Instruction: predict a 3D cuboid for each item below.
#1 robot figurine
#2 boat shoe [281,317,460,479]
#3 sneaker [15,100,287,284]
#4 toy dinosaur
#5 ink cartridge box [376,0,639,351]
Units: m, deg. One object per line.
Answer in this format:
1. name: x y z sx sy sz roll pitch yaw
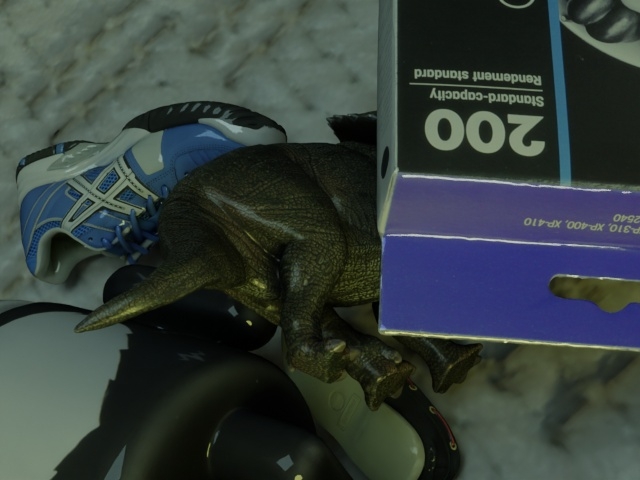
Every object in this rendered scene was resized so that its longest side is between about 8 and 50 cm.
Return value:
1. robot figurine: -0.113 0.122 0.597 0.278 0.209 0.173 10 109 34
2. boat shoe: 0.023 0.082 0.629 0.133 0.042 0.049 48 115 39
3. sneaker: -0.107 -0.028 0.750 0.211 0.080 0.081 -17 63 33
4. toy dinosaur: 0.000 0.000 0.593 0.314 0.121 0.160 -23 54 -34
5. ink cartridge box: 0.130 -0.052 0.538 0.206 0.045 0.208 4 63 -3
